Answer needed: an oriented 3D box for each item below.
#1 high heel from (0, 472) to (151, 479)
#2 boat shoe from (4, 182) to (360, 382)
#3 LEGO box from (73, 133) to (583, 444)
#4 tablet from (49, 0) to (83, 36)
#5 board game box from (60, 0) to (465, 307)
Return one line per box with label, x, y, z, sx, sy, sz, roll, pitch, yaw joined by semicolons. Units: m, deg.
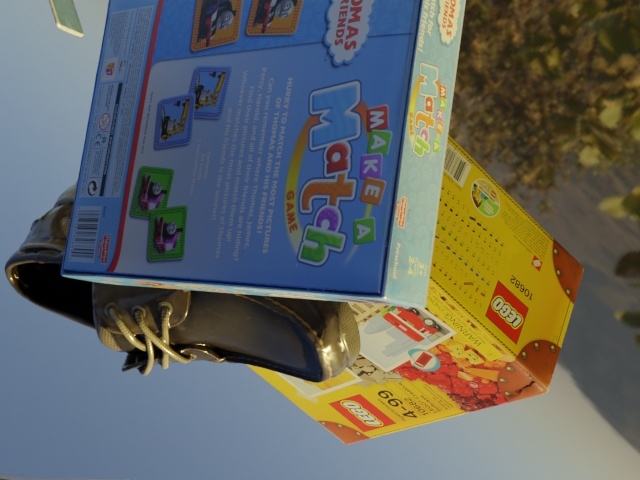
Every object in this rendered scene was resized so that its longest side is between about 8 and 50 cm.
high heel;-0.150;0.212;0.609;0.377;0.181;0.127;31;169;1
boat shoe;-0.126;0.056;0.869;0.355;0.130;0.132;15;138;39
LEGO box;0.000;0.000;1.257;0.500;0.193;0.372;41;141;-18
tablet;-0.241;-0.230;0.961;0.054;0.006;0.083;-3;-105;-78
board game box;-0.035;-0.054;0.511;0.211;0.160;0.039;2;170;40
